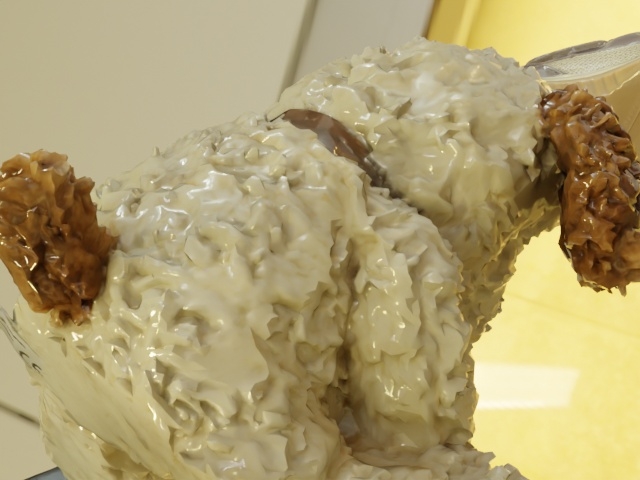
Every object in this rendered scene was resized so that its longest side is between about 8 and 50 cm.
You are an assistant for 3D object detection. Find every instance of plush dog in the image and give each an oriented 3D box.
[{"bbox_3d":[0.000,0.000,0.523,0.225,0.262,0.210,-41,-57,-26],"label":"plush dog"}]

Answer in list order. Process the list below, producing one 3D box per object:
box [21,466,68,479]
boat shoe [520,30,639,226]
[{"bbox_3d":[-0.206,0.231,0.597,0.290,0.087,0.169,-20,-53,-22],"label":"box"},{"bbox_3d":[0.165,-0.073,0.838,0.103,0.285,0.092,70,-158,-8],"label":"boat shoe"}]
